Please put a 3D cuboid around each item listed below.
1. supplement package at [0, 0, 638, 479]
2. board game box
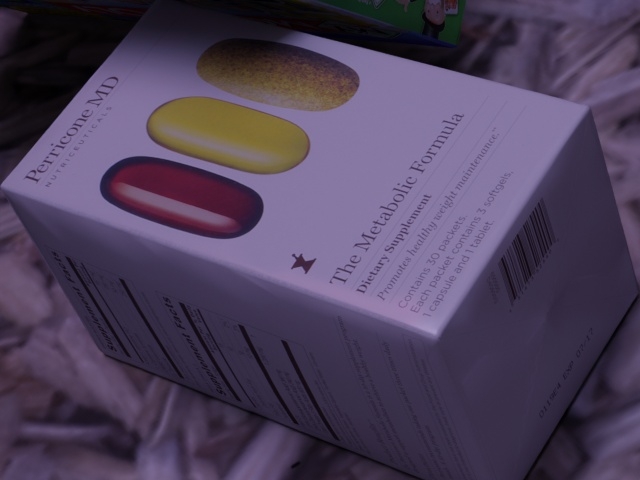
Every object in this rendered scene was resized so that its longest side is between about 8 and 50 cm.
[{"bbox_3d":[0.000,0.000,0.904,0.244,0.134,0.139,17,59,32],"label":"supplement package"},{"bbox_3d":[-0.113,-0.148,1.004,0.317,0.213,0.046,9,89,37],"label":"board game box"}]
